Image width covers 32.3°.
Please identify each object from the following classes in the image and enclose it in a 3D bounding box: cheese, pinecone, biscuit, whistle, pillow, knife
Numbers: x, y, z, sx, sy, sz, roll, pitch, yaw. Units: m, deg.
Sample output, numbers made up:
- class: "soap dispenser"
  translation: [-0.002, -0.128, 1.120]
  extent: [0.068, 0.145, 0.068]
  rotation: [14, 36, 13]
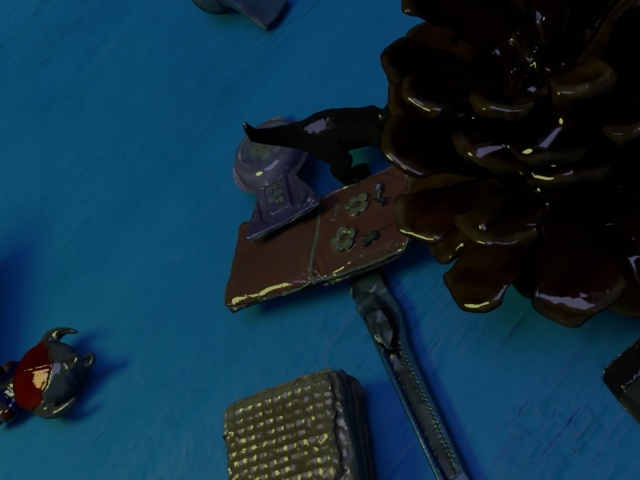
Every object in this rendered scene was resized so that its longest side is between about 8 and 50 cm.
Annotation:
- class: "cheese"
  translation: [-0.052, -0.081, 1.269]
  extent: [0.105, 0.042, 0.191]
  rotation: [-29, 42, 12]
- class: "pinecone"
  translation: [0.199, -0.134, 0.957]
  extent: [0.384, 0.384, 0.384]
  rotation: [-15, 57, 24]
- class: "biscuit"
  translation: [-0.001, 0.321, 0.995]
  extent: [0.144, 0.078, 0.426]
  rotation: [-22, 55, 18]
- class: "whistle"
  translation: [-0.120, -0.328, 1.457]
  extent: [0.158, 0.090, 0.090]
  rotation: [36, 84, 1]
- class: "pillow"
  translation: [0.000, 0.000, 1.195]
  extent: [0.232, 0.043, 0.126]
  rotation: [-20, 41, 24]
- class: "knife"
  translation: [0.086, 0.128, 1.088]
  extent: [0.044, 0.026, 0.296]
  rotation: [-26, 51, 2]

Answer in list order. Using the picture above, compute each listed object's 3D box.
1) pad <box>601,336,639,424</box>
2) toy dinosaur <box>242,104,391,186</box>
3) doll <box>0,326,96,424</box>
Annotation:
- class: "pad"
  translation: [0.358, 0.089, 0.910]
  extent: [0.233, 0.022, 0.174]
  rotation: [-48, 39, 14]
- class: "toy dinosaur"
  translation: [0.024, -0.137, 1.180]
  extent: [0.187, 0.179, 0.087]
  rotation: [-23, 54, 15]
- class: "doll"
  translation: [-0.336, 0.167, 1.306]
  extent: [0.195, 0.062, 0.104]
  rotation: [-23, 36, 29]
